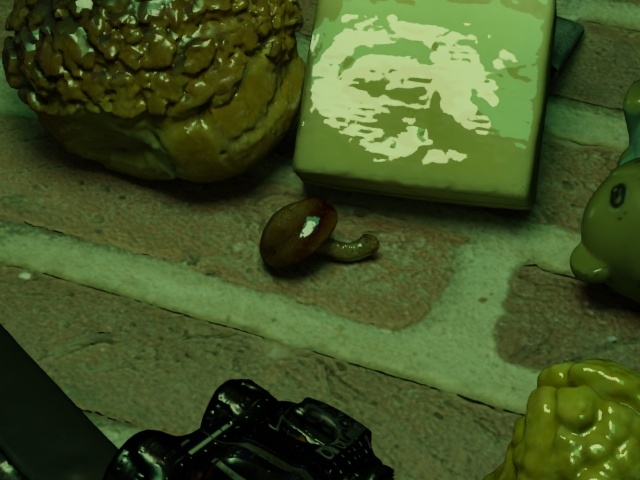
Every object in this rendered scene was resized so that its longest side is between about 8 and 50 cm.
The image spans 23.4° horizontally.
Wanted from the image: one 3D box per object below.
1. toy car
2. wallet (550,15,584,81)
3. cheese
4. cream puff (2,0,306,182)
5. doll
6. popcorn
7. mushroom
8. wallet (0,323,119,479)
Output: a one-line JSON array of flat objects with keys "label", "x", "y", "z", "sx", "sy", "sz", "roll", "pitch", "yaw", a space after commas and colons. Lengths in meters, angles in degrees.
[{"label": "toy car", "x": -0.054, "y": 0.228, "z": 1.378, "sx": 0.193, "sy": 0.118, "sz": 0.301, "roll": 26, "pitch": 23, "yaw": 21}, {"label": "wallet", "x": 0.199, "y": -0.263, "z": 1.863, "sx": 0.222, "sy": 0.036, "sz": 0.167, "roll": 23, "pitch": 32, "yaw": 9}, {"label": "cheese", "x": 0.119, "y": -0.167, "z": 1.711, "sx": 0.265, "sy": 0.124, "sz": 0.242, "roll": 7, "pitch": 82, "yaw": 7}, {"label": "cream puff", "x": -0.185, "y": -0.226, "z": 1.711, "sx": 0.327, "sy": 0.231, "sz": 0.343, "roll": -32, "pitch": 56, "yaw": -6}, {"label": "doll", "x": 0.377, "y": -0.045, "z": 1.633, "sx": 0.177, "sy": 0.161, "sz": 0.260, "roll": 4, "pitch": 44, "yaw": 30}, {"label": "popcorn", "x": 0.227, "y": 0.223, "z": 1.388, "sx": 0.203, "sy": 0.226, "sz": 0.200, "roll": -2, "pitch": 23, "yaw": 45}, {"label": "mushroom", "x": -0.002, "y": -0.011, "z": 1.663, "sx": 0.129, "sy": 0.072, "sz": 0.088, "roll": -2, "pitch": 15, "yaw": -6}, {"label": "wallet", "x": -0.365, "y": 0.180, "z": 1.500, "sx": 0.228, "sy": 0.062, "sz": 0.406, "roll": -33, "pitch": 57, "yaw": -26}]
